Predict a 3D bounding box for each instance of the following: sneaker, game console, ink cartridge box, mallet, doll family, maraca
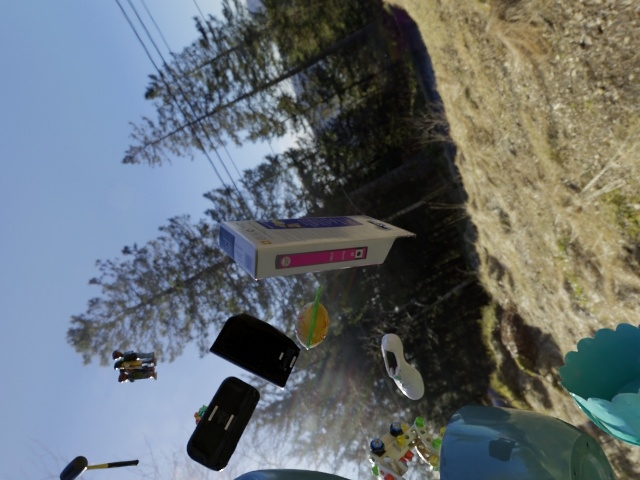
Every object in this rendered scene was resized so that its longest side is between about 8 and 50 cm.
[{"bbox_3d":[0.226,0.379,1.173,0.212,0.080,0.094,61,-158,-6],"label":"sneaker"},{"bbox_3d":[-0.207,0.360,1.013,0.361,0.213,0.044,-62,-1,-36],"label":"game console"},{"bbox_3d":[0.000,0.000,0.841,0.176,0.371,0.069,29,120,53],"label":"ink cartridge box"},{"bbox_3d":[-0.536,0.558,1.024,0.190,0.062,0.039,20,-154,-48],"label":"mallet"},{"bbox_3d":[-0.508,0.337,1.115,0.193,0.111,0.076,160,111,-63],"label":"doll family"},{"bbox_3d":[-0.020,0.227,1.205,0.127,0.099,0.185,-110,32,-84],"label":"maraca"}]

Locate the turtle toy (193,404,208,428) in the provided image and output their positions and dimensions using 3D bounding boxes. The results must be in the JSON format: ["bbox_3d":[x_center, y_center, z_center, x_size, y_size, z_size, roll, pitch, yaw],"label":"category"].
[{"bbox_3d":[-0.395,0.634,1.416,0.066,0.095,0.130,-2,-104,-54],"label":"turtle toy"}]

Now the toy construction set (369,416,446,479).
[{"bbox_3d":[0.285,0.698,1.331,0.215,0.328,0.151,25,111,43],"label":"toy construction set"}]

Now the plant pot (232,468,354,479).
[{"bbox_3d":[-0.033,0.330,0.361,0.195,0.290,0.290,49,-173,-7],"label":"plant pot"}]

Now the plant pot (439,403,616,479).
[{"bbox_3d":[0.426,0.481,0.816,0.293,0.235,0.293,16,-118,-33],"label":"plant pot"}]

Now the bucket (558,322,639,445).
[{"bbox_3d":[0.794,0.366,1.046,0.183,0.281,0.281,47,-174,-1],"label":"bucket"}]
